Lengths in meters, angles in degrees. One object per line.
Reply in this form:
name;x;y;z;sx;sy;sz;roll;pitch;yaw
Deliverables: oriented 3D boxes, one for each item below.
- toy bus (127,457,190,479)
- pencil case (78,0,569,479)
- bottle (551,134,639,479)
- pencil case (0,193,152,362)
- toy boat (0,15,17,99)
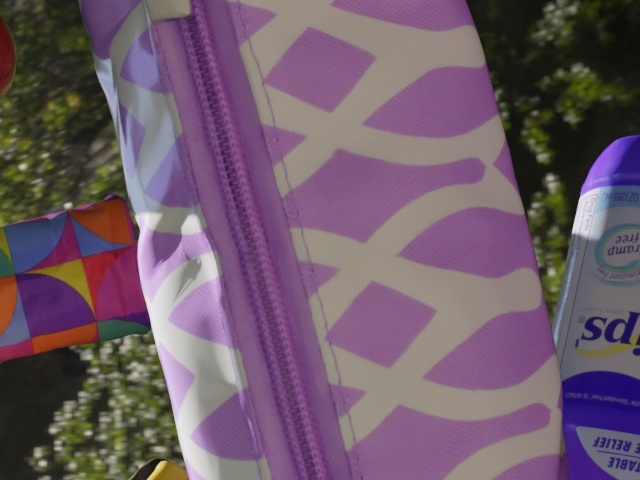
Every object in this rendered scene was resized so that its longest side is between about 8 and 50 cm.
toy bus;-0.114;0.254;0.898;0.149;0.220;0.211;41;-121;9
pencil case;0.000;0.000;0.333;0.088;0.086;0.206;-12;-94;-77
bottle;0.160;0.090;0.751;0.092;0.118;0.283;67;-144;-62
pencil case;-0.224;0.039;0.991;0.236;0.104;0.104;-12;-90;-10
toy boat;-0.161;-0.129;0.460;0.231;0.151;0.151;56;-160;23
